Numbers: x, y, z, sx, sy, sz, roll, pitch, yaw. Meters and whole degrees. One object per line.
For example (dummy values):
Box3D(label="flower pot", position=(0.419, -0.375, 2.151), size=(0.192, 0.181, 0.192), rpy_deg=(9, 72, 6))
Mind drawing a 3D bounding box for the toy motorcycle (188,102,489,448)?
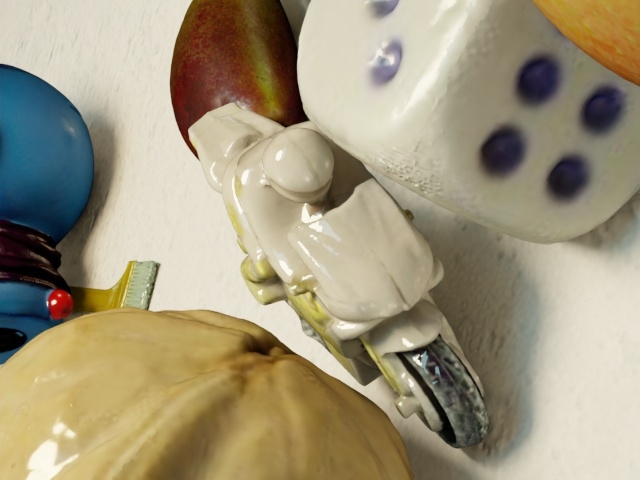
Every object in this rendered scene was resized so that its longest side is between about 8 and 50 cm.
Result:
Box3D(label="toy motorcycle", position=(0.000, 0.000, 1.063), size=(0.107, 0.223, 0.340), rpy_deg=(-34, 35, -10))

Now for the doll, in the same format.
Box3D(label="doll", position=(-0.351, -0.039, 1.558), size=(0.240, 0.284, 0.310), rpy_deg=(-10, 68, 4))

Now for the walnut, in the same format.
Box3D(label="walnut", position=(-0.102, 0.230, 0.986), size=(0.381, 0.381, 0.381), rpy_deg=(-30, 50, 44))

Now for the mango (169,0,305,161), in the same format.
Box3D(label="mango", position=(-0.076, -0.145, 1.327), size=(0.268, 0.111, 0.133), rpy_deg=(-101, 25, -45))

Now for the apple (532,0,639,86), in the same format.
Box3D(label="apple", position=(0.247, -0.206, 0.724), size=(0.277, 0.319, 0.319), rpy_deg=(45, 111, 45))

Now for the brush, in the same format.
Box3D(label="brush", position=(-0.224, 0.061, 1.522), size=(0.205, 0.011, 0.083), rpy_deg=(-2, 73, 55))

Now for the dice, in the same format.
Box3D(label="dice", position=(0.112, -0.122, 0.973), size=(0.193, 0.194, 0.192), rpy_deg=(-60, 36, 11))
